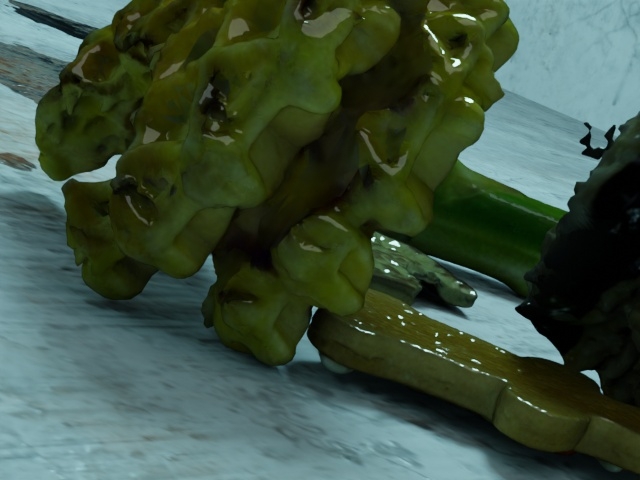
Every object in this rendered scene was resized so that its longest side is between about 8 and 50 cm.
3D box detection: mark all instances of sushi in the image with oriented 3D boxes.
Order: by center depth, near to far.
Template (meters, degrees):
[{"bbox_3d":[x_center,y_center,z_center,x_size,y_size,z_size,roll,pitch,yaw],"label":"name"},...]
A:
[{"bbox_3d":[0.247,0.022,1.086,0.218,0.225,0.238,41,25,23],"label":"sushi"}]

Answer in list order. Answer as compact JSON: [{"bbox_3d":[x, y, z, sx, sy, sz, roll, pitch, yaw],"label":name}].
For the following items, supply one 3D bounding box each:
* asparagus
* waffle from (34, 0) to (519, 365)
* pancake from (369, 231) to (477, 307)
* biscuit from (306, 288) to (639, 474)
[{"bbox_3d":[0.161,0.003,1.447,0.343,0.085,0.082,17,-14,-8],"label":"asparagus"},{"bbox_3d":[-0.033,-0.081,1.038,0.151,0.261,0.324,42,4,-25],"label":"waffle"},{"bbox_3d":[0.000,0.000,1.266,0.212,0.029,0.235,26,11,31],"label":"pancake"},{"bbox_3d":[0.105,0.085,1.001,0.240,0.035,0.158,23,11,12],"label":"biscuit"}]
